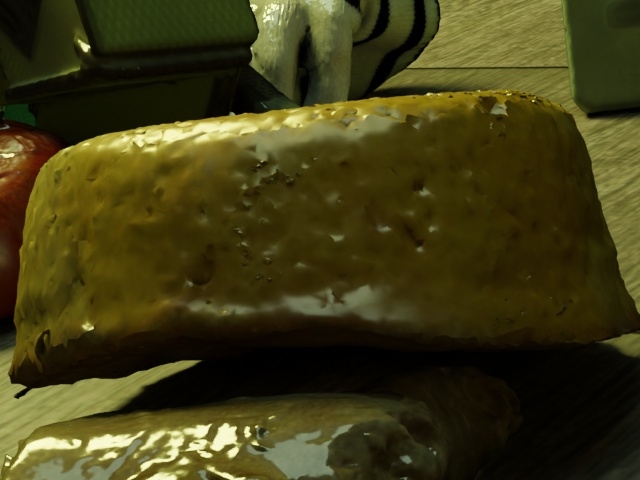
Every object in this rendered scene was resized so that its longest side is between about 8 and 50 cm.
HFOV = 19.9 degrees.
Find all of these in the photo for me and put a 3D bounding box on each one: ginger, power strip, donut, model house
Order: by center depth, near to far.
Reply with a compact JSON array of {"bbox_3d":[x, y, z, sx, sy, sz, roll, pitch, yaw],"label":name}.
[{"bbox_3d":[-0.023,0.092,0.660,0.213,0.074,0.137,-5,16,-6],"label":"ginger"},{"bbox_3d":[-0.003,0.000,0.787,0.277,0.108,0.277,-6,0,0],"label":"donut"},{"bbox_3d":[-0.103,-0.104,1.116,0.218,0.205,0.279,-10,42,-37],"label":"model house"},{"bbox_3d":[0.237,-0.170,1.264,0.140,0.139,0.224,-4,17,12],"label":"power strip"}]

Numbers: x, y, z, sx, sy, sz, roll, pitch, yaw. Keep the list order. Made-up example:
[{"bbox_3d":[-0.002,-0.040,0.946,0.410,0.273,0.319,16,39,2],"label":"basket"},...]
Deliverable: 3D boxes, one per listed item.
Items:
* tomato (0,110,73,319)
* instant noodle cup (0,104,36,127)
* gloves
[{"bbox_3d":[-0.228,-0.014,1.074,0.228,0.101,0.228,-9,20,3],"label":"tomato"},{"bbox_3d":[-0.175,-0.182,1.437,0.251,0.190,0.251,-8,16,2],"label":"instant noodle cup"},{"bbox_3d":[-0.024,-0.142,1.343,0.218,0.131,0.140,-10,12,-36],"label":"gloves"}]
